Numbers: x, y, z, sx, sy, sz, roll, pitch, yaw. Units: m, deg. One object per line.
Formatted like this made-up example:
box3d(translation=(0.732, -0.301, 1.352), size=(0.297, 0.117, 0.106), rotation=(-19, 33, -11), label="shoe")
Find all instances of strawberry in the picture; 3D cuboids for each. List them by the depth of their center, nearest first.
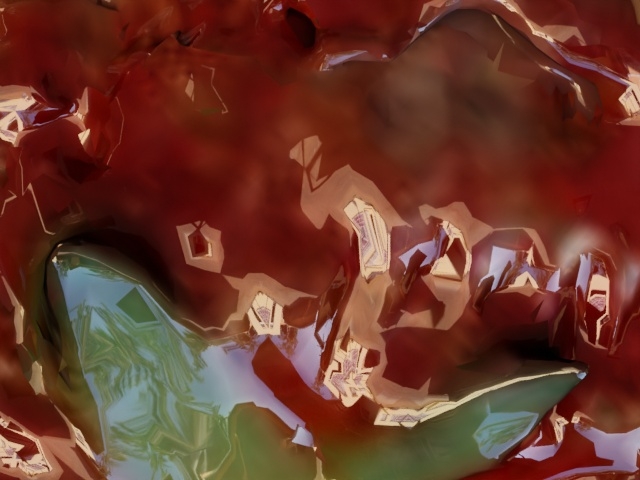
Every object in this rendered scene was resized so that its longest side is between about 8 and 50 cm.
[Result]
box3d(translation=(-0.004, 0.000, 0.515), size=(0.292, 0.291, 0.310), rotation=(1, -131, -20), label="strawberry")
